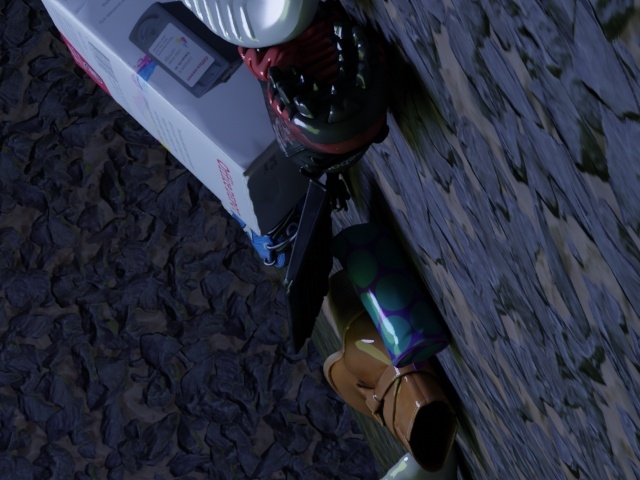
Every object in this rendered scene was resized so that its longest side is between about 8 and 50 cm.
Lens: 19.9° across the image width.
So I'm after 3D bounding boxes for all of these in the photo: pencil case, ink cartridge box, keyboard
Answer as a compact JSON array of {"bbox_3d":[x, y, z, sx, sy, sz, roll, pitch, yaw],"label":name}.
[{"bbox_3d":[0.069,0.054,1.838,0.151,0.064,0.070,62,162,19],"label":"pencil case"},{"bbox_3d":[-0.135,-0.173,1.920,0.306,0.131,0.226,42,170,13],"label":"ink cartridge box"},{"bbox_3d":[0.000,0.000,1.924,0.317,0.033,0.201,90,-166,-76],"label":"keyboard"}]

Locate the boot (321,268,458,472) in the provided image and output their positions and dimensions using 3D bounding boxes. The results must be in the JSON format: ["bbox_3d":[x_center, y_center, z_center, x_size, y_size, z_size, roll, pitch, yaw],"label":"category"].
[{"bbox_3d":[0.097,0.181,2.112,0.220,0.109,0.283,54,163,37],"label":"boot"}]

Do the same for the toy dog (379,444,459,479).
[{"bbox_3d":[0.145,0.515,2.240,0.408,0.285,0.395,59,174,24],"label":"toy dog"}]

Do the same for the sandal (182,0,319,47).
[{"bbox_3d":[-0.081,-0.273,1.513,0.416,0.102,0.169,34,132,56],"label":"sandal"}]

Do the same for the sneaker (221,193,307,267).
[{"bbox_3d":[-0.057,-0.052,2.398,0.147,0.130,0.330,51,178,11],"label":"sneaker"}]

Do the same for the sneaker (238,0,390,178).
[{"bbox_3d":[0.010,-0.107,1.446,0.276,0.098,0.135,-124,9,-68],"label":"sneaker"}]
